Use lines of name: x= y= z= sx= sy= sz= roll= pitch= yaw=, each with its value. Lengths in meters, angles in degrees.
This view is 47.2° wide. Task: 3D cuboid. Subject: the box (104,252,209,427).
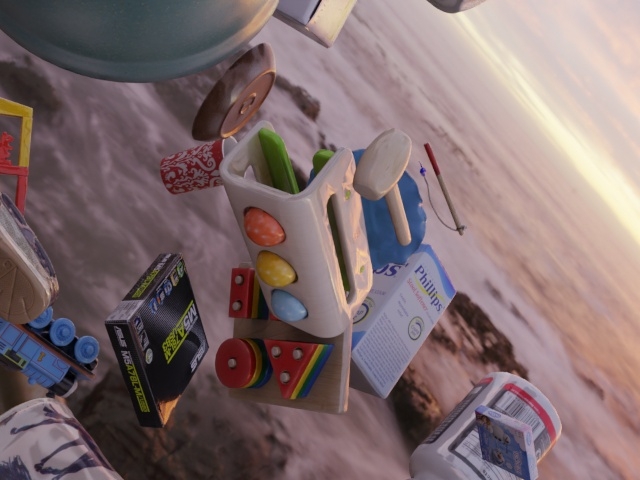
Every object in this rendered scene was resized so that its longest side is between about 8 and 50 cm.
box: x=-0.232 y=0.141 z=1.072 sx=0.190 sy=0.045 sz=0.184 roll=-65 pitch=147 yaw=-59

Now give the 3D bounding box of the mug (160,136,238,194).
mug: x=-0.268 y=-0.171 z=1.704 sx=0.150 sy=0.169 sz=0.113 roll=-39 pitch=115 yaw=-71

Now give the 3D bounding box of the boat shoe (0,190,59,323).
boat shoe: x=-0.452 y=-0.019 z=0.983 sx=0.285 sy=0.103 sz=0.092 roll=55 pitch=5 yaw=-4

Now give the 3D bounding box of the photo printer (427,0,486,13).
photo printer: x=0.229 y=-0.562 z=1.333 sx=0.307 sy=0.256 sz=0.107 roll=42 pitch=-21 yaw=13

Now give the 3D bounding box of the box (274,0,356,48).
box: x=0.013 y=-0.413 z=0.986 sx=0.127 sy=0.261 sz=0.231 roll=31 pitch=12 yaw=4

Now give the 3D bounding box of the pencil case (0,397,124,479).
pencil case: x=-0.231 y=0.361 z=0.742 sx=0.184 sy=0.159 sz=0.410 roll=-34 pitch=65 yaw=-29

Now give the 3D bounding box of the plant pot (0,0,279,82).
plant pot: x=-0.150 y=-0.296 z=0.564 sx=0.293 sy=0.293 sz=0.196 roll=49 pitch=-17 yaw=0

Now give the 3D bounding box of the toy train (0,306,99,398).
toy train: x=-0.418 y=0.162 z=1.099 sx=0.184 sy=0.080 sz=0.105 roll=50 pitch=54 yaw=-35

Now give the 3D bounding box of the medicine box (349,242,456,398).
medicine box: x=0.080 y=0.140 z=1.493 sx=0.264 sy=0.289 sz=0.149 roll=8 pitch=-40 yaw=47

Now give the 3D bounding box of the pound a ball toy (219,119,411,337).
pound a ball toy: x=0.000 y=0.000 z=0.875 sx=0.208 sy=0.135 sz=0.319 roll=22 pitch=-32 yaw=26

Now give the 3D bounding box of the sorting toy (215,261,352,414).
sorting toy: x=-0.075 y=0.162 z=1.283 sx=0.089 sy=0.257 sz=0.255 roll=12 pitch=79 yaw=-52

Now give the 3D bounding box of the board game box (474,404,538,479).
board game box: x=0.268 y=0.293 z=1.059 sx=0.090 sy=0.020 sz=0.090 roll=13 pitch=-57 yaw=51

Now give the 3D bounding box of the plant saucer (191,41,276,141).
plant saucer: x=-0.131 y=-0.231 z=1.196 sx=0.036 sy=0.198 sz=0.198 roll=39 pitch=17 yaw=4

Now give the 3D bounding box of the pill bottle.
pill bottle: x=0.270 y=0.395 z=1.302 sx=0.319 sy=0.176 sz=0.176 roll=-37 pitch=85 yaw=-29

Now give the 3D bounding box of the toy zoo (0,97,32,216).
toy zoo: x=-0.529 y=-0.106 z=1.069 sx=0.193 sy=0.293 sz=0.030 roll=5 pitch=1 yaw=-27

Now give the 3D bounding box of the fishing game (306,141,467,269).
fishing game: x=0.066 y=-0.043 z=1.024 sx=0.041 sy=0.264 sz=0.189 roll=-48 pitch=118 yaw=-51
